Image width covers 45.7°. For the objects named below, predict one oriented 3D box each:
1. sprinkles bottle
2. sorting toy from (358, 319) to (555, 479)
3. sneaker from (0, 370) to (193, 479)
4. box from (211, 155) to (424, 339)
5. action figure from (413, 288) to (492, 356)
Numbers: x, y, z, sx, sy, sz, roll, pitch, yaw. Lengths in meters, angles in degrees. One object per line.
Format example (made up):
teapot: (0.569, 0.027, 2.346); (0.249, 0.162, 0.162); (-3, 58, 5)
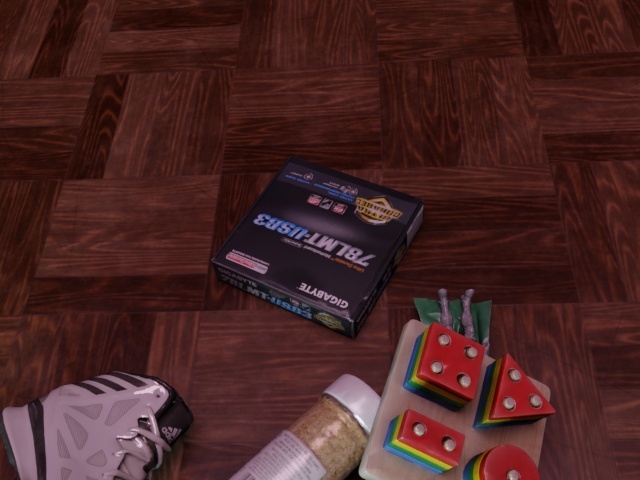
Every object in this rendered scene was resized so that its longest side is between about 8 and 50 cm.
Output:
sprinkles bottle: (-0.051, 0.350, 1.105); (0.355, 0.121, 0.121); (-38, 58, -22)
sorting toy: (0.219, 0.263, 1.095); (0.255, 0.089, 0.257); (27, 55, -6)
sneaker: (-0.284, 0.325, 1.076); (0.258, 0.169, 0.447); (-27, 38, -18)
box: (0.000, 0.000, 1.405); (0.296, 0.073, 0.293); (22, 56, 21)
action figure: (0.232, 0.189, 1.245); (0.137, 0.063, 0.232); (-1, 56, 0)
